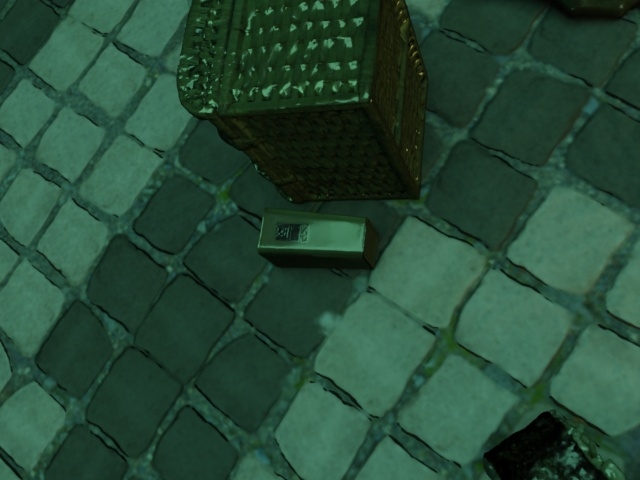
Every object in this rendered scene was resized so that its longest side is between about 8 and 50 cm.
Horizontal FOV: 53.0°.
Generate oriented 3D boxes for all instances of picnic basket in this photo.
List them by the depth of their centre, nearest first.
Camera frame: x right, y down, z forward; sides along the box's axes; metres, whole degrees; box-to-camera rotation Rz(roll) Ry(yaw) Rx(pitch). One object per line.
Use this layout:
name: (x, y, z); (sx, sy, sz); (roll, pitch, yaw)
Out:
picnic basket: (-0.005, -0.120, 0.522); (0.154, 0.196, 0.134); (2, 76, 19)

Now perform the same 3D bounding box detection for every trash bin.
trash bin: (0.000, 0.000, 0.561); (0.092, 0.061, 0.042); (2, 75, 16)

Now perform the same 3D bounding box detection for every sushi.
sushi: (0.182, 0.192, 0.432); (0.078, 0.090, 0.150); (-34, 65, 2)

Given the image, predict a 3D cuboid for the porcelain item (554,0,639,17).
porcelain item: (0.224, -0.238, 0.558); (0.216, 0.069, 0.081); (27, 80, 18)

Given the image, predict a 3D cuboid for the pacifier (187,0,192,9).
pacifier: (-0.089, -0.315, 0.604); (0.228, 0.207, 0.278); (-13, 70, 33)
